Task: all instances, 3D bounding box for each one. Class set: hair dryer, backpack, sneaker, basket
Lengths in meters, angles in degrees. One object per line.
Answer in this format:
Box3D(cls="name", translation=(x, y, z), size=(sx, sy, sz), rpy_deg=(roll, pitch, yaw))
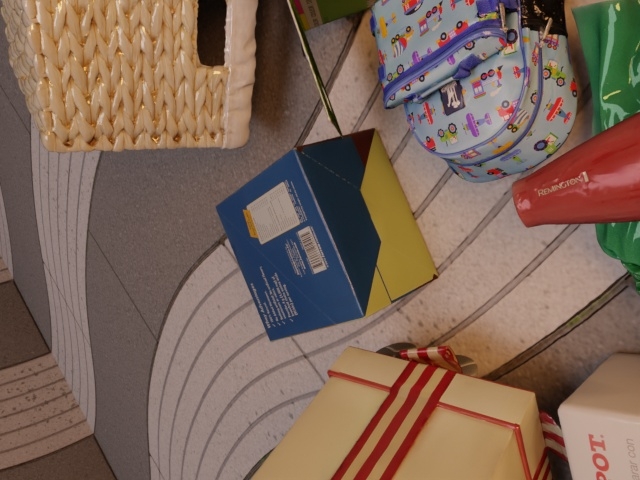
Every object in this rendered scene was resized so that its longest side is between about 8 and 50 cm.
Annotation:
Box3D(cls="hair dryer", translation=(0.252, 0.004, 0.338), size=(0.293, 0.080, 0.224), rpy_deg=(30, 97, 38))
Box3D(cls="backpack", translation=(0.129, -0.141, 0.488), size=(0.158, 0.116, 0.174), rpy_deg=(-15, 78, 51))
Box3D(cls="sneaker", translation=(0.127, 0.170, 0.708), size=(0.152, 0.053, 0.061), rpy_deg=(7, 117, 47))
Box3D(cls="basket", translation=(-0.259, -0.315, 0.733), size=(0.331, 0.266, 0.329), rpy_deg=(48, 140, 41))

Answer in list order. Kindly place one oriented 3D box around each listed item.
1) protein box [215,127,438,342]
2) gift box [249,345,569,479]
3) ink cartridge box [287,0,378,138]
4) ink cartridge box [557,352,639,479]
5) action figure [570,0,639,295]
Box3D(cls="protein box", translation=(0.000, 0.000, 0.715), size=(0.201, 0.135, 0.200), rpy_deg=(-25, 87, 51))
Box3D(cls="gift box", translation=(0.116, 0.282, 0.583), size=(0.276, 0.258, 0.255), rpy_deg=(9, 131, 36))
Box3D(cls="ink cartridge box", translation=(0.016, -0.241, 0.544), size=(0.189, 0.096, 0.256), rpy_deg=(-47, -62, -83))
Box3D(cls="ink cartridge box", translation=(0.348, 0.211, 0.408), size=(0.289, 0.121, 0.211), rpy_deg=(-6, 100, 51))
Box3D(cls="action figure", translation=(0.261, -0.064, 0.437), size=(0.137, 0.063, 0.233), rpy_deg=(13, 112, 44))
